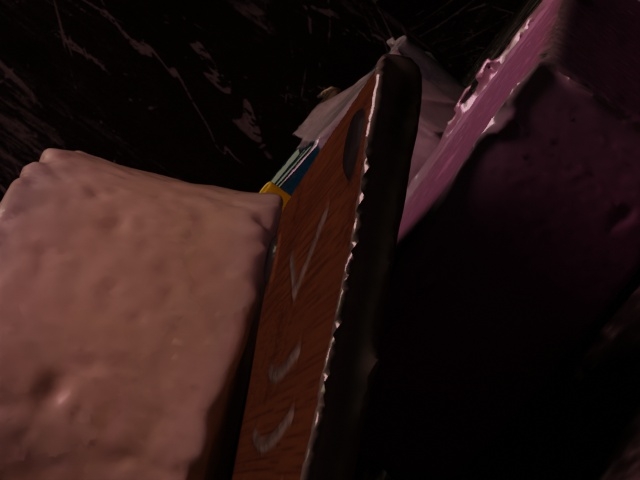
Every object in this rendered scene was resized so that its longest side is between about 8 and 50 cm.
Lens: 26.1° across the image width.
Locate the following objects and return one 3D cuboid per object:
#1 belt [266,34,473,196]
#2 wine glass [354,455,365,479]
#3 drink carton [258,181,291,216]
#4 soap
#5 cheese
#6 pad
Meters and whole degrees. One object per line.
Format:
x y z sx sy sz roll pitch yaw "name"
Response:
0.000 0.001 1.347 0.436 0.173 0.300 -52 3 35 "belt"
-0.008 0.119 0.777 0.072 0.072 0.155 -54 2 5 "wine glass"
-0.080 0.135 1.056 0.351 0.154 0.111 -55 2 -34 "drink carton"
0.088 -0.019 0.628 0.181 0.081 0.259 -56 1 22 "soap"
-0.123 0.126 0.782 0.292 0.153 0.332 -76 2 -52 "cheese"
-0.021 0.098 0.508 0.286 0.018 0.284 129 153 -77 "pad"
